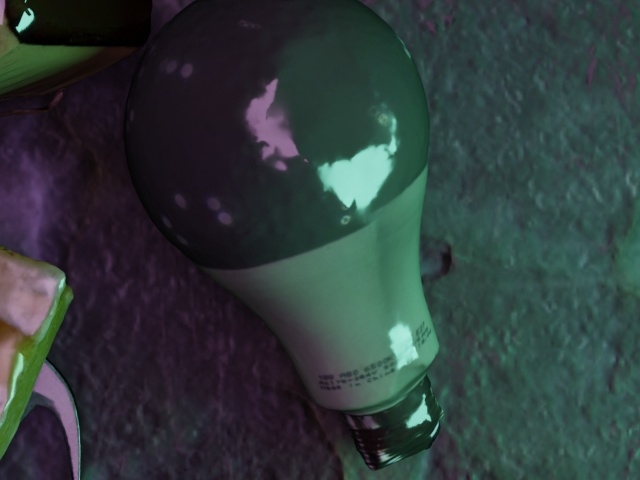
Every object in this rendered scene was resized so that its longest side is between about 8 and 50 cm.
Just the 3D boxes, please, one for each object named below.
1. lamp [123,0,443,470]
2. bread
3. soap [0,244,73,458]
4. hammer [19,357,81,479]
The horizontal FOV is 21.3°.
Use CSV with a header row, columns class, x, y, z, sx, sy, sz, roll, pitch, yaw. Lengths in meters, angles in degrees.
class,x,y,z,sx,sy,sz,roll,pitch,yaw
lamp,-0.014,0.001,1.018,0.182,0.182,0.314,-11,98,-7
bread,-0.219,-0.119,0.968,0.212,0.224,0.142,-16,89,22
soap,-0.322,0.045,0.997,0.315,0.091,0.199,23,86,1
hammer,-0.257,0.187,1.052,0.137,0.037,0.290,37,85,-4
